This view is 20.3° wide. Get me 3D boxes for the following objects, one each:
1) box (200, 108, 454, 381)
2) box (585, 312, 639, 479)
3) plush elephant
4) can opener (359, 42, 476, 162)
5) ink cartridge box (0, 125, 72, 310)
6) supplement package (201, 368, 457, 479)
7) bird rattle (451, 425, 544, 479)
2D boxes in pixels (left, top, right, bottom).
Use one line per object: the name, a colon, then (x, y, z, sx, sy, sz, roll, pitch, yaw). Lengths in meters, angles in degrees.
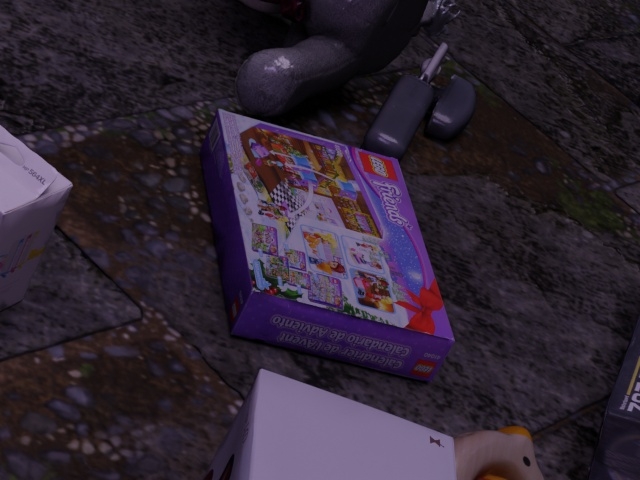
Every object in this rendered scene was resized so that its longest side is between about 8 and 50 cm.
box: (0.000, 0.000, 1.687, 0.201, 0.057, 0.293, 15, 33, -20)
box: (0.447, 0.147, 1.708, 0.318, 0.097, 0.395, 17, 29, 11)
plush elephant: (-0.011, -0.312, 1.954, 0.255, 0.272, 0.330, 39, 22, 20)
can opener: (0.113, -0.132, 1.959, 0.095, 0.076, 0.283, 27, 32, 1)
ink cartridge box: (-0.272, -0.018, 1.415, 0.092, 0.143, 0.090, 36, 31, 15)
supplement package: (-0.017, 0.236, 1.176, 0.149, 0.203, 0.194, 21, 31, -12)
bird rattle: (0.117, 0.245, 1.304, 0.253, 0.143, 0.207, -15, 90, -44)
